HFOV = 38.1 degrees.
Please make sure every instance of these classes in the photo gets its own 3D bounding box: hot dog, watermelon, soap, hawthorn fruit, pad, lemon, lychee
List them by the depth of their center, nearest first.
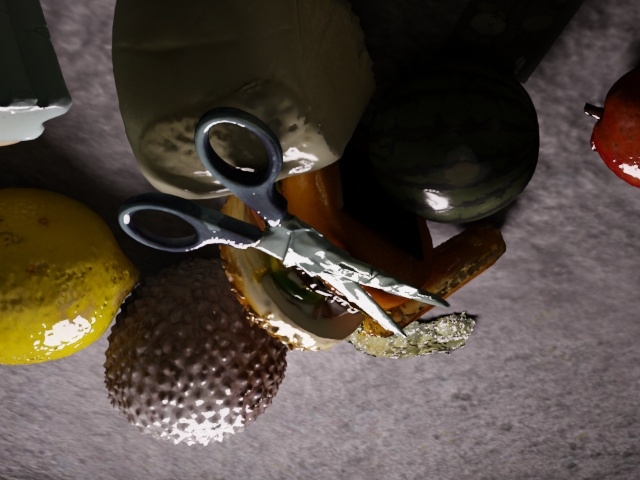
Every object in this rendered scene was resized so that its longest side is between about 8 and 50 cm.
[{"bbox_3d":[-0.395,-0.253,0.987,0.095,0.289,0.173,-26,169,40],"label":"soap"},{"bbox_3d":[0.241,-0.276,1.120,0.127,0.004,0.190,15,137,-15],"label":"pad"},{"bbox_3d":[0.163,-0.121,1.148,0.212,0.212,0.212,1,140,1],"label":"watermelon"},{"bbox_3d":[0.430,-0.146,1.152,0.202,0.185,0.185,11,142,15],"label":"hawthorn fruit"},{"bbox_3d":[-0.419,0.051,1.336,0.310,0.258,0.258,3,140,-6],"label":"lemon"},{"bbox_3d":[0.161,0.060,1.369,0.269,0.115,0.072,-34,99,-15],"label":"hot dog"},{"bbox_3d":[-0.192,0.173,1.437,0.300,0.300,0.300,1,140,1],"label":"lychee"}]

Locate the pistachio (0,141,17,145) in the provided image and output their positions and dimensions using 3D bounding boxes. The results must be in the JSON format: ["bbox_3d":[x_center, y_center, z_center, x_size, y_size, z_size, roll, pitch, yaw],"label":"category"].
[{"bbox_3d":[-0.453,-0.185,1.134,0.229,0.157,0.157,7,141,13],"label":"pistachio"}]

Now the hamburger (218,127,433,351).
[{"bbox_3d":[0.000,0.000,1.242,0.225,0.291,0.291,-29,131,32],"label":"hamburger"}]

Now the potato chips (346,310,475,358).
[{"bbox_3d":[0.148,0.152,1.612,0.220,0.029,0.202,13,139,-9],"label":"potato chips"}]

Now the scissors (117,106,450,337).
[{"bbox_3d":[-0.023,0.011,1.052,0.383,0.029,0.256,32,136,-23],"label":"scissors"}]

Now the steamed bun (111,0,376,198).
[{"bbox_3d":[-0.103,-0.208,1.054,0.290,0.273,0.272,-21,119,19],"label":"steamed bun"}]
